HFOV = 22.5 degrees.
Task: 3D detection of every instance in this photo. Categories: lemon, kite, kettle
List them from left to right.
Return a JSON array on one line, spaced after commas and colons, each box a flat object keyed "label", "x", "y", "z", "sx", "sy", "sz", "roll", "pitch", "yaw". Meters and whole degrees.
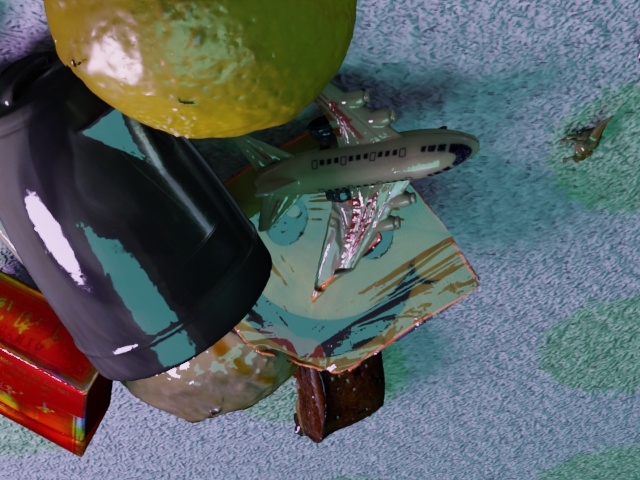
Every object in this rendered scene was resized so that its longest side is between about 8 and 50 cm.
[{"label": "kettle", "x": -0.253, "y": -0.046, "z": 1.683, "sx": 0.321, "sy": 0.228, "sz": 0.324, "roll": -4, "pitch": 127, "yaw": 45}, {"label": "lemon", "x": -0.109, "y": -0.219, "z": 1.407, "sx": 0.310, "sy": 0.253, "sz": 0.253, "roll": 15, "pitch": 141, "yaw": -28}, {"label": "kite", "x": 0.000, "y": 0.001, "z": 1.811, "sx": 0.377, "sy": 0.013, "sz": 0.327, "roll": 11, "pitch": 115, "yaw": -3}]

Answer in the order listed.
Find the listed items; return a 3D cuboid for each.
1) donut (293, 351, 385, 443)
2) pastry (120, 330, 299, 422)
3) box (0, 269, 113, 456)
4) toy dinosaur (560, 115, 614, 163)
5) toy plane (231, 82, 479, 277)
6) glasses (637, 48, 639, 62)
[{"label": "donut", "x": 0.025, "y": 0.194, "z": 2.129, "sx": 0.126, "sy": 0.144, "sz": 0.186, "roll": -21, "pitch": 121, "yaw": -12}, {"label": "pastry", "x": -0.129, "y": 0.141, "z": 1.991, "sx": 0.256, "sy": 0.170, "sz": 0.237, "roll": -27, "pitch": 148, "yaw": 17}, {"label": "box", "x": -0.348, "y": 0.146, "z": 1.917, "sx": 0.197, "sy": 0.089, "sz": 0.313, "roll": 27, "pitch": 158, "yaw": 2}, {"label": "toy dinosaur", "x": 0.296, "y": -0.113, "z": 1.803, "sx": 0.041, "sy": 0.026, "sz": 0.113, "roll": -6, "pitch": 155, "yaw": -11}, {"label": "toy plane", "x": 0.042, "y": -0.083, "z": 1.714, "sx": 0.256, "sy": 0.104, "sz": 0.242, "roll": -13, "pitch": 110, "yaw": 5}, {"label": "glasses", "x": 0.382, "y": -0.237, "z": 1.639, "sx": 0.140, "sy": 0.062, "sz": 0.104, "roll": -15, "pitch": 122, "yaw": 14}]
